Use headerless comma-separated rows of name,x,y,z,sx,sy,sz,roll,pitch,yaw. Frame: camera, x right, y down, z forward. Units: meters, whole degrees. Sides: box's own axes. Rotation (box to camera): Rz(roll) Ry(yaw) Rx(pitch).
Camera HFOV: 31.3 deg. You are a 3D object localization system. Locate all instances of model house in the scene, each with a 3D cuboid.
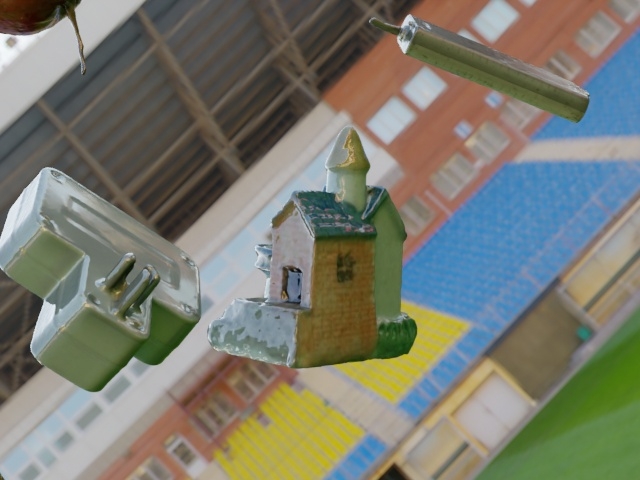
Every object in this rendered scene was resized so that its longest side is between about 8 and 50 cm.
model house,0.000,0.000,1.602,0.267,0.194,0.324,0,-84,-47

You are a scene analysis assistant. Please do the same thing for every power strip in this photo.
power strip,0.179,-0.201,1.293,0.092,0.268,0.034,-97,29,-68
power strip,-0.233,0.035,1.272,0.141,0.229,0.261,-48,23,17

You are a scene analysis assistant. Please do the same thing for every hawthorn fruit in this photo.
hawthorn fruit,-0.285,-0.264,1.120,0.162,0.204,0.162,-58,-6,-10

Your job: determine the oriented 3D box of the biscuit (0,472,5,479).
biscuit,-0.571,0.294,1.551,0.334,0.290,0.081,100,-177,-73
